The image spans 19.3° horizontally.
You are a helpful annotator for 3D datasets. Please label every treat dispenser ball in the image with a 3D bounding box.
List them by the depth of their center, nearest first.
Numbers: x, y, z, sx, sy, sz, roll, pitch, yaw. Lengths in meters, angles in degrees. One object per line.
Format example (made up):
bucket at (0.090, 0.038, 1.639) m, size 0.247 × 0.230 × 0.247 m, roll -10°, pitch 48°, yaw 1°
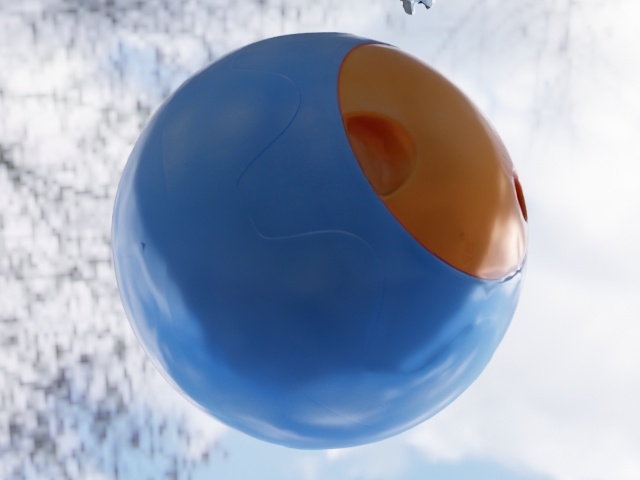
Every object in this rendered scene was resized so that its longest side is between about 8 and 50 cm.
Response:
treat dispenser ball at (0.000, 0.000, 1.299) m, size 0.288 × 0.288 × 0.288 m, roll 1°, pitch -148°, yaw 0°

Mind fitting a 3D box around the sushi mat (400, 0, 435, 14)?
sushi mat at (0.015, -0.169, 0.489) m, size 0.019 × 0.151 × 0.316 m, roll -3°, pitch 172°, yaw 6°
